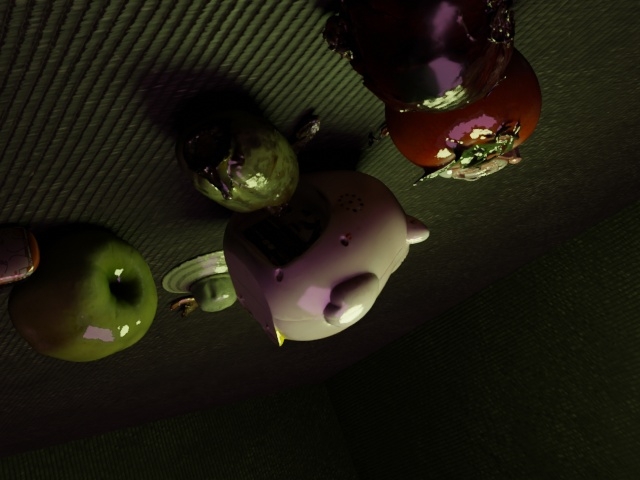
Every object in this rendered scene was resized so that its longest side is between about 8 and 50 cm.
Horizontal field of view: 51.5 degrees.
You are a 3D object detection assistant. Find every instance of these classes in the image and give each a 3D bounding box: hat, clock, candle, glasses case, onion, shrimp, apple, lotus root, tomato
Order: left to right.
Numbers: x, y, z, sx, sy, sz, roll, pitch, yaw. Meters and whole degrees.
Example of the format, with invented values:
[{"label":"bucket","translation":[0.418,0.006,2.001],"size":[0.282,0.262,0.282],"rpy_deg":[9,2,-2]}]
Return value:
[{"label":"glasses case","translation":[-0.624,0.050,1.144],"size":[0.266,0.103,0.067],"rpy_deg":[-17,158,-15]},{"label":"apple","translation":[-0.463,0.116,1.311],"size":[0.278,0.279,0.279],"rpy_deg":[-19,160,-7]},{"label":"shrimp","translation":[-0.387,0.190,1.874],"size":[0.090,0.025,0.127],"rpy_deg":[-7,152,-34]},{"label":"hat","translation":[-0.269,0.123,1.695],"size":[0.251,0.110,0.252],"rpy_deg":[-18,160,-7]},{"label":"lotus root","translation":[-0.130,-0.121,1.132],"size":[0.173,0.173,0.309],"rpy_deg":[-25,161,10]},{"label":"clock","translation":[0.000,0.000,1.355],"size":[0.376,0.368,0.251],"rpy_deg":[-33,137,-18]},{"label":"candle","translation":[0.155,-0.238,1.309],"size":[0.167,0.021,0.026],"rpy_deg":[-34,177,30]},{"label":"onion","translation":[0.142,-0.298,0.866],"size":[0.221,0.280,0.281],"rpy_deg":[-61,174,-22]},{"label":"tomato","translation":[0.236,-0.227,1.114],"size":[0.255,0.225,0.256],"rpy_deg":[-18,165,-5]},{"label":"clock","translation":[0.354,-0.199,1.532],"size":[0.165,0.093,0.162],"rpy_deg":[0,161,-46]}]

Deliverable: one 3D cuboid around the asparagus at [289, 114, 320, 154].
[{"label":"asparagus","translation":[-0.039,-0.184,1.238],"size":[0.036,0.030,0.165],"rpy_deg":[16,148,-21]}]
